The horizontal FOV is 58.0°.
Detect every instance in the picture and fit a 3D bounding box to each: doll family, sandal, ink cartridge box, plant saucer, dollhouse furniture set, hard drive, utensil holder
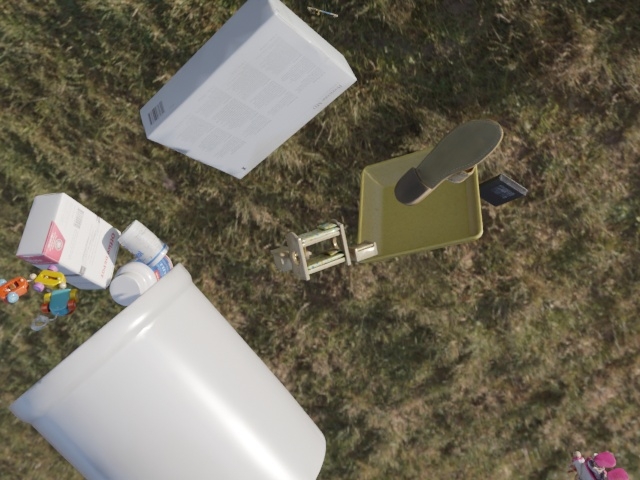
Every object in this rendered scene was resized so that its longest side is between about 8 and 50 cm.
[{"bbox_3d":[0.470,0.483,0.942,0.119,0.263,0.163,-22,146,-16],"label":"doll family"},{"bbox_3d":[0.258,-0.148,1.140,0.240,0.088,0.079,-37,155,25],"label":"sandal"},{"bbox_3d":[-0.587,0.007,1.370,0.092,0.158,0.218,-4,154,20],"label":"ink cartridge box"},{"bbox_3d":[0.269,-0.092,1.547,0.333,0.332,0.081,-14,142,27],"label":"plant saucer"},{"bbox_3d":[0.000,0.000,1.280,0.182,0.161,0.101,-19,105,-26],"label":"dollhouse furniture set"},{"bbox_3d":[0.505,-0.140,1.640,0.094,0.022,0.135,29,161,-12],"label":"hard drive"},{"bbox_3d":[-0.225,0.284,0.933,0.328,0.327,0.385,-38,97,26],"label":"utensil holder"}]

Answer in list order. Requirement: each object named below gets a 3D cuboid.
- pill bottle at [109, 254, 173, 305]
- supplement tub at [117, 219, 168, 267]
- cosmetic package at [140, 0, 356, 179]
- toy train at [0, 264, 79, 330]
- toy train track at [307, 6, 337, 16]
[{"bbox_3d":[-0.527,0.112,1.697,0.125,0.221,0.124,1,105,5],"label":"pill bottle"},{"bbox_3d":[-0.434,0.009,1.417,0.071,0.071,0.107,-38,111,25],"label":"supplement tub"},{"bbox_3d":[-0.153,-0.313,1.246,0.377,0.097,0.284,-36,147,22],"label":"cosmetic package"},{"bbox_3d":[-0.529,0.113,1.089,0.166,0.125,0.046,31,144,29],"label":"toy train"},{"bbox_3d":[0.004,-0.607,1.546,0.083,0.048,0.014,18,108,8],"label":"toy train track"}]
